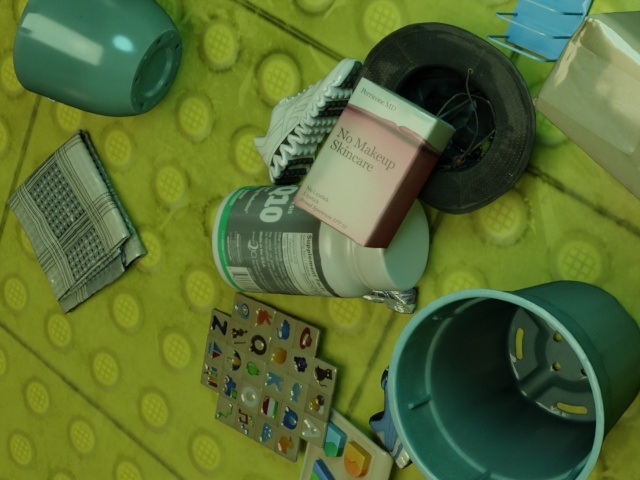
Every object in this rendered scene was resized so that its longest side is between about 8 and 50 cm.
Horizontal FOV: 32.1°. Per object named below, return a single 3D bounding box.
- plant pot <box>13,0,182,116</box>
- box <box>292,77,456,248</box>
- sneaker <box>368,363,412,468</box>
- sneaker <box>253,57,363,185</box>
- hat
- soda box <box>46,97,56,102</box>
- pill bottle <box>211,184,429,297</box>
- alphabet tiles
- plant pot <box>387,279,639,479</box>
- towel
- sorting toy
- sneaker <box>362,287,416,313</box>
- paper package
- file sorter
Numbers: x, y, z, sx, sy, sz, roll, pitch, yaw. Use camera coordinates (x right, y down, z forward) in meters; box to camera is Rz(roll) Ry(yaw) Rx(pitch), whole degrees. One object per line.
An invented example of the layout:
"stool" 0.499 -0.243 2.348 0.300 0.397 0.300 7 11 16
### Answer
"plant pot" -0.416 -0.377 2.192 0.235 0.293 0.293 27 113 13
"box" 0.086 -0.120 1.784 0.149 0.127 0.232 32 100 18
"sneaker" 0.182 0.252 1.981 0.147 0.130 0.330 41 119 19
"sneaker" -0.027 -0.235 2.056 0.292 0.110 0.118 -50 62 30
"hat" 0.222 -0.216 1.870 0.331 0.134 0.331 11 112 28
"soda box" -0.545 -0.407 2.388 0.069 0.074 0.216 30 114 26
"pill bottle" 0.000 0.000 2.013 0.361 0.204 0.204 1 99 33
"alphabet tiles" -0.109 0.272 2.232 0.343 0.011 0.285 22 109 36
"plant pot" 0.337 0.214 1.743 0.341 0.334 0.341 7 102 34
"towel" -0.553 -0.031 2.474 0.312 0.056 0.324 -35 79 33
"sorting toy" 0.040 0.444 2.141 0.208 0.038 0.193 31 115 43
"sneaker" 0.119 0.088 2.048 0.135 0.052 0.058 20 99 22
"paper package" 0.515 -0.168 1.567 0.325 0.309 0.168 46 124 20
"file sorter" 0.353 -0.378 1.765 0.118 0.104 0.170 30 114 27
